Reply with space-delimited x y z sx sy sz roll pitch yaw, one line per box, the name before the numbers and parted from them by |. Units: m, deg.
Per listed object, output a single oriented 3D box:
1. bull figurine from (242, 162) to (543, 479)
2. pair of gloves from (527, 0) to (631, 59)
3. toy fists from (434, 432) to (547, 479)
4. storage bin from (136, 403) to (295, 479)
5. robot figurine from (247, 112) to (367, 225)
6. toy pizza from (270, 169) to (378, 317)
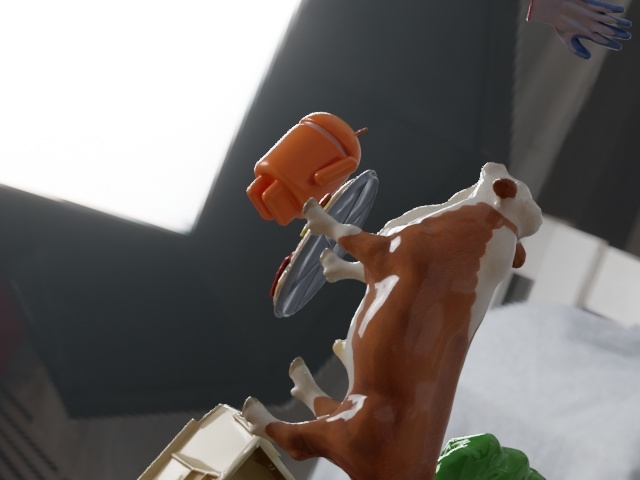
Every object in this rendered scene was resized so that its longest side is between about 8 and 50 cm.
bull figurine | 0.064 0.062 1.089 0.188 0.310 0.101 12 -14 29
pair of gloves | 0.388 -0.366 1.888 0.159 0.198 0.023 19 17 15
toy fists | 0.172 0.314 1.278 0.142 0.279 0.096 -32 24 -20
storage bin | -0.102 0.360 1.411 0.123 0.260 0.262 14 -35 52
robot figurine | -0.019 -0.123 2.143 0.128 0.219 0.158 43 -20 2
toy pizza | 0.000 0.000 1.488 0.032 0.201 0.201 33 10 11
